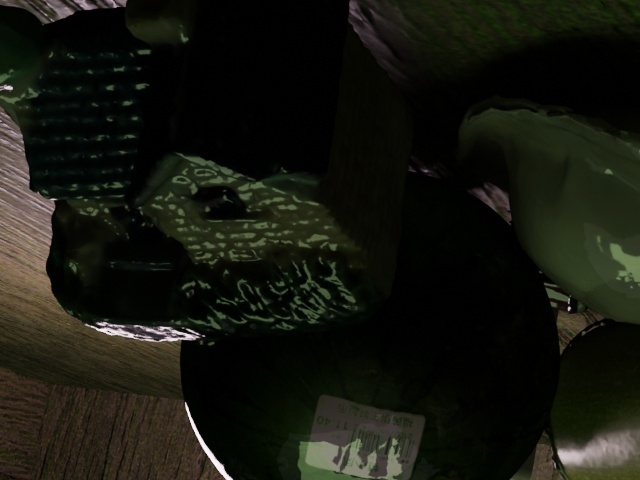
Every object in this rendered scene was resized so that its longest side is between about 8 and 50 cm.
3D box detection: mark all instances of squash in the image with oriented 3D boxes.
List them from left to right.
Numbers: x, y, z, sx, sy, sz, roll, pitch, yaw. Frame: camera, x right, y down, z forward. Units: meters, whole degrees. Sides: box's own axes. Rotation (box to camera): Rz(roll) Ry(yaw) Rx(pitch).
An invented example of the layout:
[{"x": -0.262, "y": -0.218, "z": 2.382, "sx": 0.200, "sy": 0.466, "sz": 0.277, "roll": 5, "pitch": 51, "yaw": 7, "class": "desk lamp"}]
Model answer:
[{"x": 0.485, "y": 0.213, "z": 1.905, "sx": 0.263, "sy": 0.263, "sz": 0.384, "roll": 18, "pitch": 165, "yaw": -30, "class": "squash"}]

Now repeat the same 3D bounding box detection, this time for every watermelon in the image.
[{"x": 0.043, "y": 0.098, "z": 1.372, "sx": 0.363, "sy": 0.363, "sz": 0.363, "roll": 10, "pitch": 167, "yaw": 2, "class": "watermelon"}]

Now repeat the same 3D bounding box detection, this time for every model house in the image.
[{"x": -0.112, "y": -0.089, "z": 1.163, "sx": 0.298, "sy": 0.243, "sz": 0.284, "roll": -2, "pitch": 149, "yaw": 21, "class": "model house"}]

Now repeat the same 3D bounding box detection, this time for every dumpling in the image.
[{"x": 0.236, "y": -0.037, "z": 1.283, "sx": 0.260, "sy": 0.181, "sz": 0.341, "roll": 28, "pitch": -162, "yaw": 8, "class": "dumpling"}]

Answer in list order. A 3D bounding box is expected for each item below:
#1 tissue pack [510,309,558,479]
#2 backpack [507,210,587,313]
[{"x": 0.202, "y": 0.186, "z": 2.039, "sx": 0.136, "sy": 0.246, "sz": 0.159, "roll": 18, "pitch": 166, "yaw": -22, "class": "tissue pack"}, {"x": 0.275, "y": 0.025, "z": 1.604, "sx": 0.165, "sy": 0.106, "sz": 0.120, "roll": 9, "pitch": 163, "yaw": 19, "class": "backpack"}]
